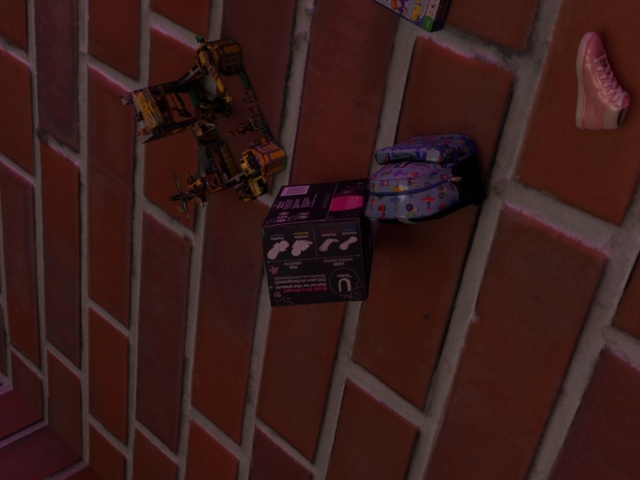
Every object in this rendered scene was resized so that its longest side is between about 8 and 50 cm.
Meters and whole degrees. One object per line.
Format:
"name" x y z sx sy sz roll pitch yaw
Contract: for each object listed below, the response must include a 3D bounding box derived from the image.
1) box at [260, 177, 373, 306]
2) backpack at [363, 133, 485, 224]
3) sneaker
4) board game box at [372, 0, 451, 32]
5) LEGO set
"box" 0.000 0.000 1.458 0.163 0.247 0.142 -5 108 7
"backpack" 0.147 -0.091 1.354 0.158 0.173 0.117 5 111 45
"sneaker" 0.379 -0.209 1.159 0.070 0.051 0.134 16 122 38
"board game box" 0.149 -0.431 1.297 0.136 0.035 0.201 36 131 28
"LEGO set" -0.237 -0.211 1.672 0.255 0.192 0.331 -11 100 47
